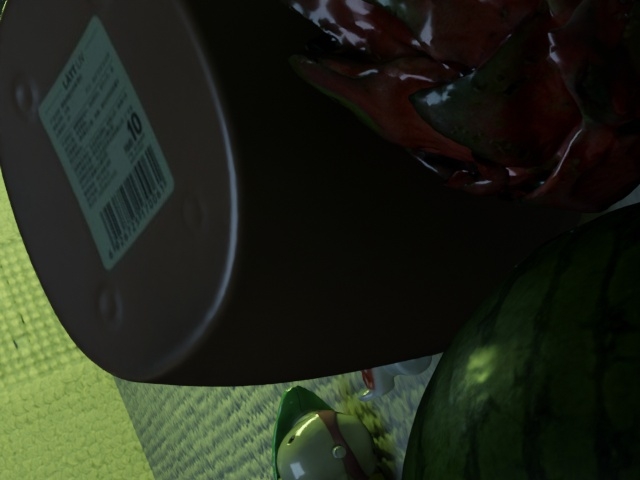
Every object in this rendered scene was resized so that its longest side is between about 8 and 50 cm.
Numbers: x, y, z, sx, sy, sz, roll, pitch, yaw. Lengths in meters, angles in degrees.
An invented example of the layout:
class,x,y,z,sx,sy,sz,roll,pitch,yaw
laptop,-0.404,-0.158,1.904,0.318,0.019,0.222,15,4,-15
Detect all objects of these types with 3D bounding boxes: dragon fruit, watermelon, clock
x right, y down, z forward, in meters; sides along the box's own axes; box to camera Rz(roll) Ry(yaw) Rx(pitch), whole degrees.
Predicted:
class,x,y,z,sx,sy,sz,roll,pitch,yaw
dragon fruit,0.089,-0.097,0.528,0.189,0.182,0.182,54,157,19
watermelon,0.146,0.100,0.465,0.242,0.242,0.242,54,156,37
clock,0.017,0.244,1.201,0.231,0.103,0.144,66,160,1

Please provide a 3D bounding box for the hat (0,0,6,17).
class,x,y,z,sx,sy,sz,roll,pitch,yaw
hat,-0.138,-0.169,1.018,0.214,0.244,0.149,102,156,-46

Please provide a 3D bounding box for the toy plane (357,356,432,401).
class,x,y,z,sx,sy,sz,roll,pitch,yaw
toy plane,0.004,-0.002,0.959,0.252,0.118,0.252,50,153,38

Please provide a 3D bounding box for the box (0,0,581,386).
class,x,y,z,sx,sy,sz,roll,pitch,yaw
box,-0.032,-0.057,0.713,0.301,0.216,0.301,16,112,46
